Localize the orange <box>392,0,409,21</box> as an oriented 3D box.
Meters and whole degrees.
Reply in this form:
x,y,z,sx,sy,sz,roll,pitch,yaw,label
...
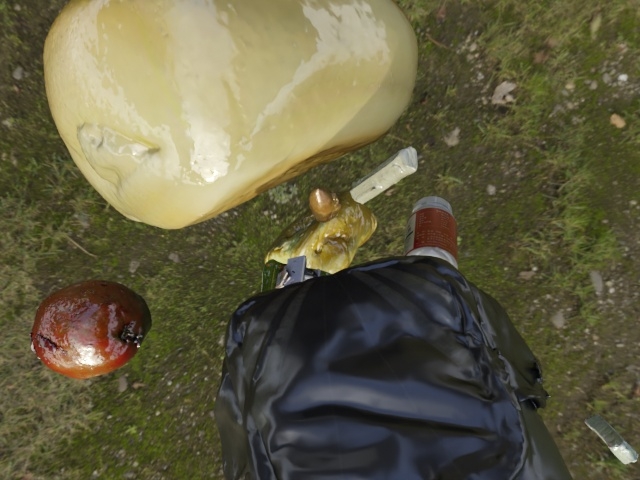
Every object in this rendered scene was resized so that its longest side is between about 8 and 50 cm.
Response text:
x,y,z,sx,sy,sz,roll,pitch,yaw,label
0.077,-0.323,0.791,0.124,0.156,0.156,-38,89,-19,orange

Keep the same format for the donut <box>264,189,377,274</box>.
x,y,z,sx,sy,sz,roll,pitch,yaw,label
0.000,0.000,1.416,0.360,0.360,0.170,-39,103,-7,donut

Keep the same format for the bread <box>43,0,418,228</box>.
x,y,z,sx,sy,sz,roll,pitch,yaw,label
-0.102,-0.175,0.564,0.376,0.348,0.253,-31,101,-32,bread

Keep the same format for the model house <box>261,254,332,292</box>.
x,y,z,sx,sy,sz,roll,pitch,yaw,label
-0.032,0.094,0.987,0.167,0.088,0.117,17,67,-19,model house

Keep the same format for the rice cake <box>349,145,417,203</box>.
x,y,z,sx,sy,sz,roll,pitch,yaw,label
0.148,-0.151,1.158,0.052,0.256,0.057,-14,83,-26,rice cake

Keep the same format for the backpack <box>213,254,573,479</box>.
x,y,z,sx,sy,sz,roll,pitch,yaw,label
0.081,0.239,0.474,0.363,0.254,0.445,-14,45,-1,backpack

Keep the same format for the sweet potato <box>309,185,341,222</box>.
x,y,z,sx,sy,sz,roll,pitch,yaw,label
0.010,-0.070,1.037,0.068,0.206,0.060,3,78,3,sweet potato

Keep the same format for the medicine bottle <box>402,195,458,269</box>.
x,y,z,sx,sy,sz,roll,pitch,yaw,label
0.276,0.002,1.204,0.131,0.131,0.250,20,42,-3,medicine bottle

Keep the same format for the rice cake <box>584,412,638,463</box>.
x,y,z,sx,sy,sz,roll,pitch,yaw,label
0.553,0.375,0.919,0.034,0.211,0.043,-47,72,8,rice cake

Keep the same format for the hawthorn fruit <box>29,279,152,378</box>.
x,y,z,sx,sy,sz,roll,pitch,yaw,label
-0.649,0.247,1.384,0.316,0.316,0.316,0,85,-5,hawthorn fruit
